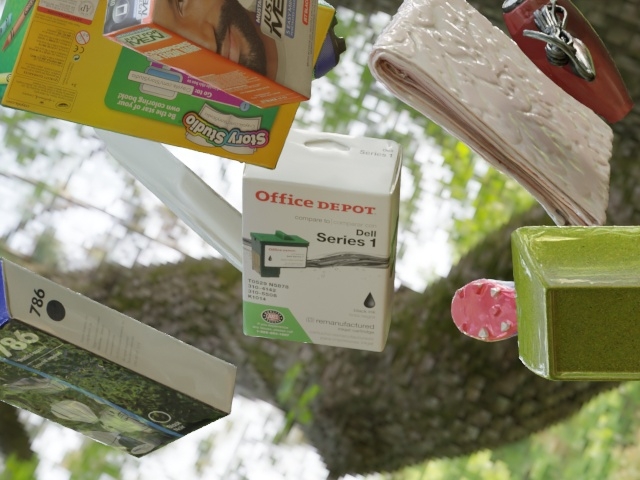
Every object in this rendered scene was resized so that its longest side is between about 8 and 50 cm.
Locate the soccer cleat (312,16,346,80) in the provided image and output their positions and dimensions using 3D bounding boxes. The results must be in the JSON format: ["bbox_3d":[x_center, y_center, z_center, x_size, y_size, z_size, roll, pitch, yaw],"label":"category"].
[{"bbox_3d":[-0.069,-0.355,2.247,0.121,0.289,0.093,-28,8,-16],"label":"soccer cleat"}]

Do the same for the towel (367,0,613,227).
[{"bbox_3d":[0.205,-0.160,1.848,0.053,0.317,0.332,-48,6,24],"label":"towel"}]

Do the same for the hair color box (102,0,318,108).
[{"bbox_3d":[-0.074,-0.164,1.138,0.167,0.053,0.093,20,-111,-46],"label":"hair color box"}]

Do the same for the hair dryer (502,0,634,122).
[{"bbox_3d":[0.261,-0.206,1.763,0.080,0.223,0.293,-37,-36,20],"label":"hair dryer"}]

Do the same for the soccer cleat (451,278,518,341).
[{"bbox_3d":[0.270,0.080,2.037,0.095,0.248,0.083,0,-100,-38],"label":"soccer cleat"}]

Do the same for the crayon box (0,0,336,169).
[{"bbox_3d":[-0.143,-0.178,1.444,0.278,0.081,0.165,12,-70,-29],"label":"crayon box"}]

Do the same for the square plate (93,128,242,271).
[{"bbox_3d":[-0.147,-0.032,2.094,0.049,0.347,0.344,-49,-56,-4],"label":"square plate"}]

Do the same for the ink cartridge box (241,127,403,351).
[{"bbox_3d":[0.000,0.000,1.687,0.092,0.160,0.219,-76,-11,-50],"label":"ink cartridge box"}]

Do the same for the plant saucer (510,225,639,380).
[{"bbox_3d":[0.263,0.066,1.393,0.188,0.188,0.045,79,-165,-47],"label":"plant saucer"}]

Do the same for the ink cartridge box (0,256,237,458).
[{"bbox_3d":[-0.261,0.114,1.580,0.165,0.333,0.065,-29,42,42],"label":"ink cartridge box"}]
